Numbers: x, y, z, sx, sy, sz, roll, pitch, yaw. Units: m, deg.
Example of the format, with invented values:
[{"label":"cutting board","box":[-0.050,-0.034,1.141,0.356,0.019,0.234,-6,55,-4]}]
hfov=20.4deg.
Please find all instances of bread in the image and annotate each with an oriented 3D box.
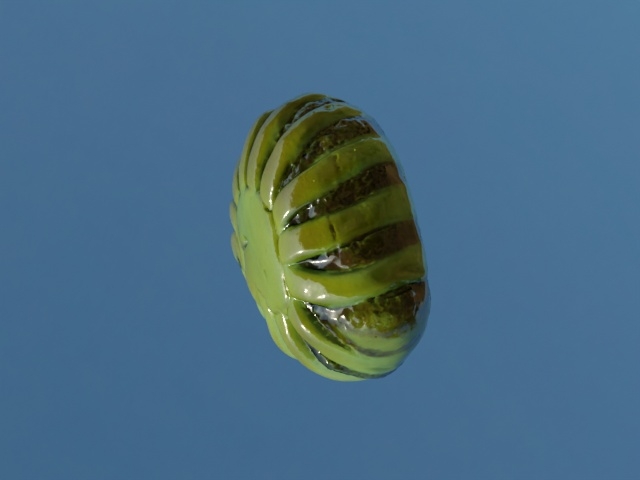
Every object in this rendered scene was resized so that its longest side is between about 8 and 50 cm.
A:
[{"label":"bread","box":[0.000,0.000,0.829,0.071,0.130,0.139,-10,-108,-22]}]
